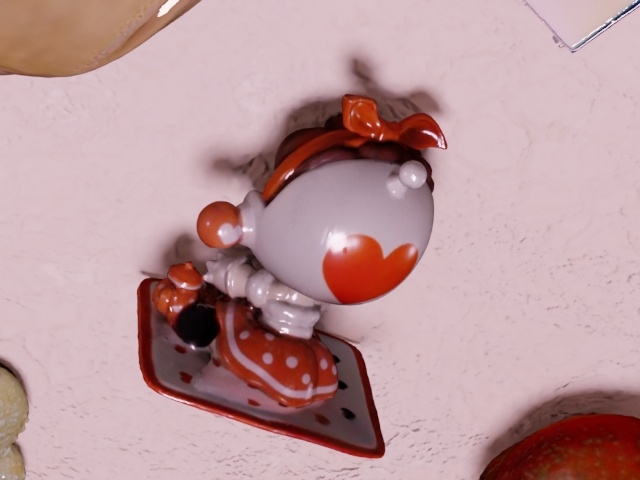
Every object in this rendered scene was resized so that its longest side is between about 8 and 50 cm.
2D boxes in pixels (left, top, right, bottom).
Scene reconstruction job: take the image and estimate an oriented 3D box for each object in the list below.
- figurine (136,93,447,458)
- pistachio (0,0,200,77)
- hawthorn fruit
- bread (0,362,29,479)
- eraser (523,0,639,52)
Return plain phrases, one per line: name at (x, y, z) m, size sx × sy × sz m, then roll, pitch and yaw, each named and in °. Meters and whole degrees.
figurine at (0.000, 0.000, 1.216) m, size 0.183 × 0.160 × 0.226 m, roll 19°, pitch 115°, yaw -17°
pistachio at (-0.142, -0.196, 1.041) m, size 0.293 × 0.182 × 0.162 m, roll -34°, pitch 163°, yaw 25°
hawthorn fruit at (0.233, 0.216, 1.379) m, size 0.235 × 0.181 × 0.181 m, roll -8°, pitch 130°, yaw -24°
bread at (-0.342, 0.136, 1.321) m, size 0.286 × 0.056 × 0.207 m, roll 10°, pitch 126°, yaw -26°
eraser at (0.154, -0.199, 1.135) m, size 0.104 × 0.023 × 0.150 m, roll -36°, pitch 121°, yaw 22°
